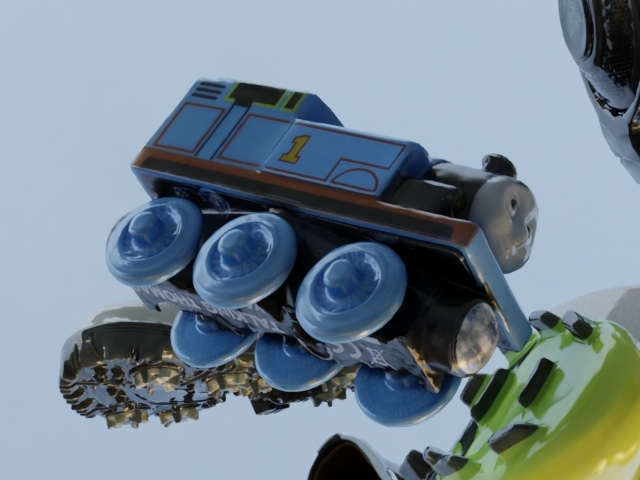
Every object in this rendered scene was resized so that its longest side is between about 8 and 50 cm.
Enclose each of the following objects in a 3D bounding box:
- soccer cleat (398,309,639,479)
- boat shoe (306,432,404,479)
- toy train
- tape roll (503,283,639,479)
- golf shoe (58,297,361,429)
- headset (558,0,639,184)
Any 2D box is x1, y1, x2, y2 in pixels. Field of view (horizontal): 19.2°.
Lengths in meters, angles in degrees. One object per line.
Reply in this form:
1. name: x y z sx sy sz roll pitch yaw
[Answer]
1. soccer cleat: 0.095 0.118 0.798 0.121 0.289 0.093 34 -120 3
2. boat shoe: 0.020 0.182 1.087 0.084 0.233 0.079 -35 -78 12
3. toy train: 0.000 0.000 0.714 0.105 0.184 0.080 -57 -43 -23
4. tape roll: 0.286 0.169 1.184 0.392 0.392 0.072 32 -119 -11
5. golf shoe: -0.055 0.037 1.043 0.273 0.105 0.120 2 -108 -59
6. headset: 0.231 -0.165 0.993 0.243 0.185 0.394 -38 -79 -4
